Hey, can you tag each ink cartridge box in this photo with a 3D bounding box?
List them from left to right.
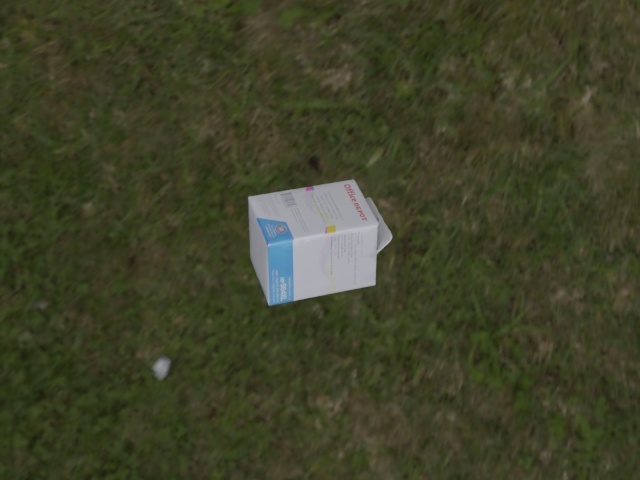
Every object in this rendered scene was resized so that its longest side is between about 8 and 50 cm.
[{"bbox_3d":[0.000,0.000,1.456,0.143,0.092,0.090,-9,129,-13],"label":"ink cartridge box"}]
